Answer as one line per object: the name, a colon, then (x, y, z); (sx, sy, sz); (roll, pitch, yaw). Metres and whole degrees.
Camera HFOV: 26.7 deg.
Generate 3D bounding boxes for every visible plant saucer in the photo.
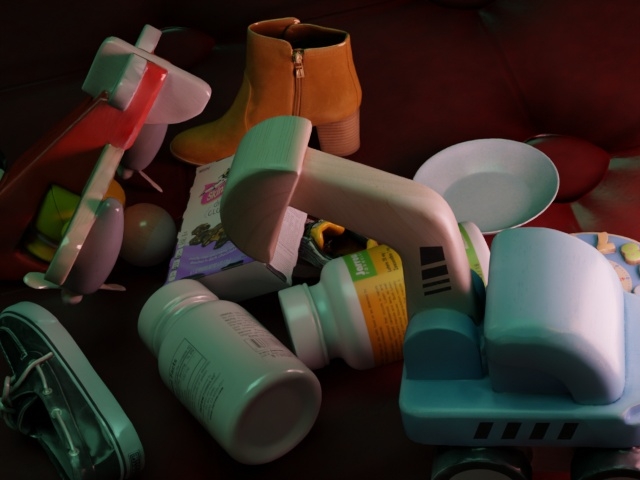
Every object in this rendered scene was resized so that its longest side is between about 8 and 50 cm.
plant saucer: (0.218, -0.062, 1.785); (0.195, 0.037, 0.195); (-6, 42, 6)

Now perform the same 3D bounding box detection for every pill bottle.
pill bottle: (-0.113, 0.144, 1.562); (0.131, 0.131, 0.229); (-31, 45, -20)
pill bottle: (0.080, 0.073, 1.590); (0.246, 0.136, 0.136); (-16, 41, -4)

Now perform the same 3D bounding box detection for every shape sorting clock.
shape sorting clock: (0.319, 0.054, 1.627); (0.206, 0.040, 0.206); (-7, 41, 6)

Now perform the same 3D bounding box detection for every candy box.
candy box: (-0.100, -0.020, 1.715); (0.165, 0.070, 0.196); (-18, 46, 36)

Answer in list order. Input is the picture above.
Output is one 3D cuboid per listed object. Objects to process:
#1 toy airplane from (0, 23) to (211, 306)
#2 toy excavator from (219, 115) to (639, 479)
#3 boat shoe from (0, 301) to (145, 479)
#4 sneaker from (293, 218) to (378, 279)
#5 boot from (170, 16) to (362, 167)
toy airplane: (-0.276, -0.086, 1.759); (0.386, 0.272, 0.384); (-52, 21, -20)
toy excavator: (0.148, 0.062, 1.352); (0.433, 0.445, 0.222); (0, 42, 13)
boat shoe: (-0.325, 0.185, 1.583); (0.105, 0.113, 0.306); (-20, 49, -30)
sneaker: (0.000, 0.000, 1.726); (0.225, 0.092, 0.088); (21, 53, 35)
boot: (-0.088, -0.211, 1.895); (0.295, 0.211, 0.104); (-3, 41, 11)
